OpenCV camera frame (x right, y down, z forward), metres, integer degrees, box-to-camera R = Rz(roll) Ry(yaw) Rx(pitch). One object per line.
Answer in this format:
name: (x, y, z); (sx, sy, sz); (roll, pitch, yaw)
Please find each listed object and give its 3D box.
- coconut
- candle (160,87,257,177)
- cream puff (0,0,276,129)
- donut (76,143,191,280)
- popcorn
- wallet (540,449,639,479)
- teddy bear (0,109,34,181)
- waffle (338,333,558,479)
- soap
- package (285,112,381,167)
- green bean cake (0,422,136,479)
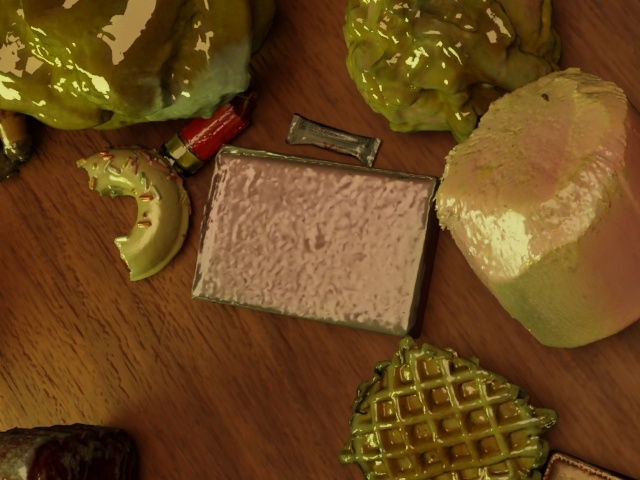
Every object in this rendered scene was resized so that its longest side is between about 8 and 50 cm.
coconut: (0.248, -0.022, 1.237); (0.233, 0.245, 0.233); (-23, 44, 25)
candle: (-0.123, -0.131, 1.454); (0.130, 0.052, 0.052); (-41, 75, 9)
cream puff: (-0.215, -0.299, 1.349); (0.378, 0.275, 0.378); (1, 69, -2)
donut: (-0.210, -0.045, 1.465); (0.108, 0.065, 0.166); (-24, 79, 13)
popcorn: (0.141, -0.211, 1.301); (0.259, 0.212, 0.259); (-4, 81, 24)
wallet: (0.280, 0.330, 1.293); (0.161, 0.042, 0.195); (18, 95, 25)
teddy bear: (-0.385, -0.182, 1.502); (0.190, 0.140, 0.177); (-32, 74, 4)
waffle: (0.130, 0.208, 1.317); (0.214, 0.054, 0.208); (30, 114, 13)
soap: (0.000, 0.000, 1.387); (0.259, 0.081, 0.181); (8, 89, 17)
package: (0.014, -0.114, 1.426); (0.110, 0.015, 0.037); (18, 91, 19)
green bean cake: (-0.286, 0.300, 1.372); (0.097, 0.232, 0.198); (2, 82, 21)
